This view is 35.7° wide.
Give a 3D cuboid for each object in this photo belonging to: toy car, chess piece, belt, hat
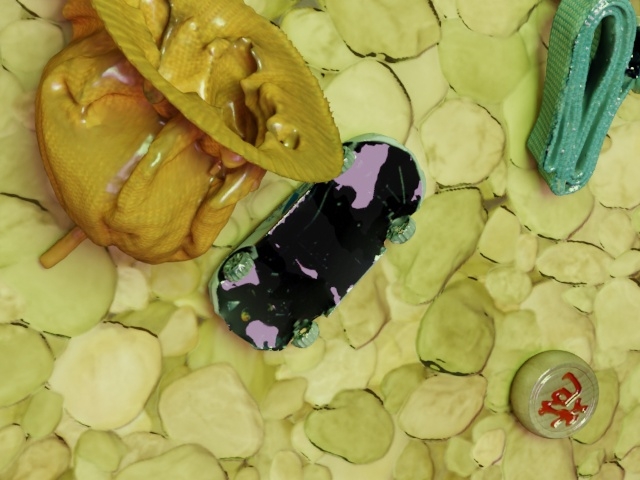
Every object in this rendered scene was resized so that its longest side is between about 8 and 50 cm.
[{"bbox_3d":[0.000,0.000,0.802,0.205,0.056,0.095,-47,113,-7],"label":"toy car"},{"bbox_3d":[0.217,0.142,0.922,0.084,0.038,0.083,-5,106,-18],"label":"chess piece"},{"bbox_3d":[0.232,-0.124,0.829,0.100,0.065,0.179,1,125,-14],"label":"belt"},{"bbox_3d":[-0.145,-0.062,0.707,0.244,0.233,0.233,38,116,-12],"label":"hat"}]
